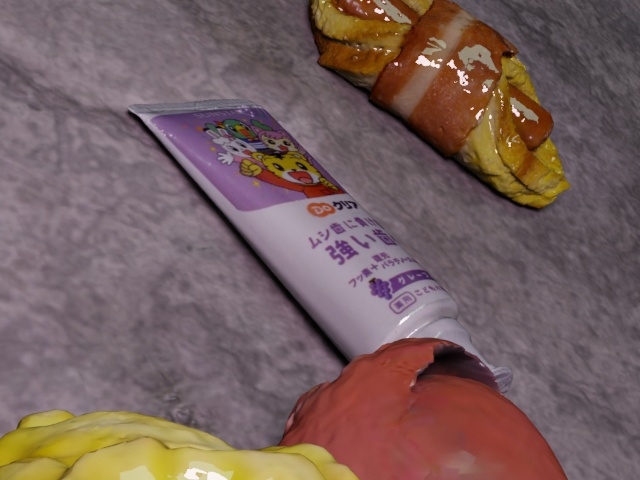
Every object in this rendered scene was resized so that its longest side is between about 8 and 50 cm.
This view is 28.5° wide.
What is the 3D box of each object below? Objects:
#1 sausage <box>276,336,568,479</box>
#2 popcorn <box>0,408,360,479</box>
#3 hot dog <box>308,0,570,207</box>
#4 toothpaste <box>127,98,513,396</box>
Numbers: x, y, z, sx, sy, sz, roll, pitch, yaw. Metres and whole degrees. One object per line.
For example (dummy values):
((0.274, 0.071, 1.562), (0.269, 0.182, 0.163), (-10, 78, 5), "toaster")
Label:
((0.069, 0.172, 0.610), (0.152, 0.152, 0.279), (5, 48, -35), "sausage")
((-0.066, 0.171, 0.429), (0.192, 0.233, 0.266), (21, 17, -34), "popcorn")
((0.104, -0.134, 0.998), (0.261, 0.093, 0.123), (36, 37, -2), "hot dog")
((0.000, 0.000, 0.807), (0.114, 0.073, 0.299), (-13, 52, -45), "toothpaste")
